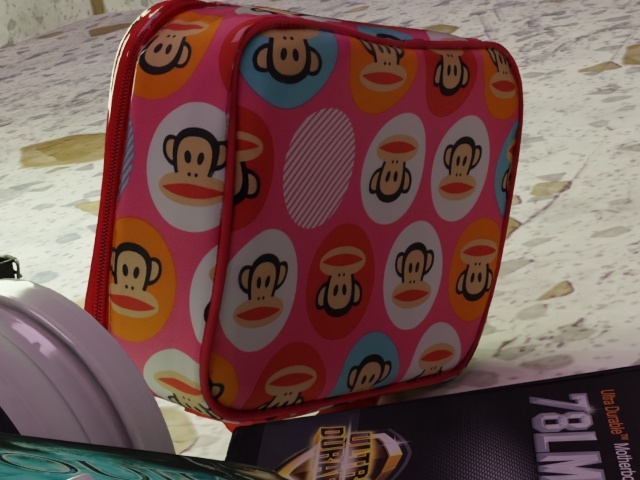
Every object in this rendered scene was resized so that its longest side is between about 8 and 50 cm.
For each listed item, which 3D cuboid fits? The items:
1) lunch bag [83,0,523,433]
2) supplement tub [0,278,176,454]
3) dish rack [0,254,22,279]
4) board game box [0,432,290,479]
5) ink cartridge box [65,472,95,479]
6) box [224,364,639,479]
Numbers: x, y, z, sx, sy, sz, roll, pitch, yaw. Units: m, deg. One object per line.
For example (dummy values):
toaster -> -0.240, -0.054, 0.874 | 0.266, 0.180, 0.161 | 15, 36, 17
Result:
lunch bag -> 0.000, 0.000, 0.928 | 0.120, 0.258, 0.293 | 11, 7, 36
supplement tub -> -0.213, 0.143, 0.702 | 0.191, 0.191, 0.272 | 2, 23, 41
dish rack -> -0.266, 0.092, 1.116 | 0.208, 0.074, 0.271 | -22, 19, -26
board game box -> -0.071, 0.104, 0.622 | 0.186, 0.026, 0.126 | 13, 1, -34
ink cartridge box -> -0.093, 0.187, 0.473 | 0.128, 0.127, 0.176 | -19, 42, -5
box -> 0.093, 0.146, 0.686 | 0.293, 0.073, 0.295 | -11, 17, 9
